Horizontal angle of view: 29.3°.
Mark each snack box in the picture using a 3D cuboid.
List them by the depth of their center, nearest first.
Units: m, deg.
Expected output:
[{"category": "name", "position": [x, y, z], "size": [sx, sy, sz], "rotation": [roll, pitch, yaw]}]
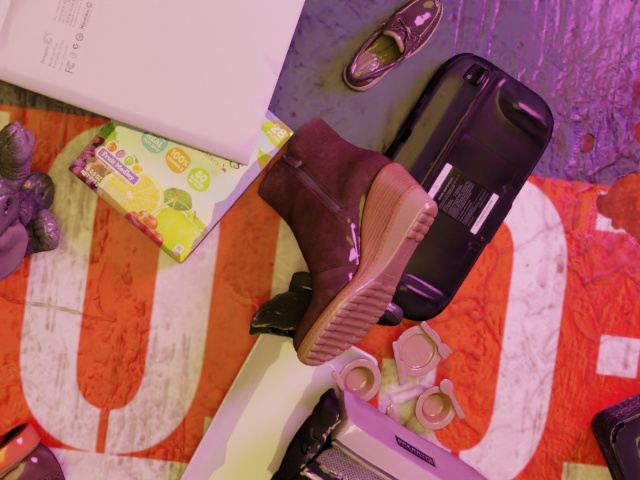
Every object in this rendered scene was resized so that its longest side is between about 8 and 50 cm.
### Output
[{"category": "snack box", "position": [-0.163, -0.105, 1.445], "size": [0.174, 0.070, 0.207], "rotation": [40, 87, -4]}]

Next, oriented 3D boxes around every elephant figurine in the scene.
[{"category": "elephant figurine", "position": [-0.383, -0.030, 1.348], "size": [0.169, 0.239, 0.186], "rotation": [-2, 92, -4]}]

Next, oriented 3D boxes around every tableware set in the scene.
[{"category": "tableware set", "position": [0.094, 0.187, 1.479], "size": [0.168, 0.020, 0.141], "rotation": [-27, 107, -11]}]

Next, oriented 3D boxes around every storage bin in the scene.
[{"category": "storage bin", "position": [0.438, 0.241, 1.492], "size": [0.180, 0.084, 0.122], "rotation": [-24, 93, -2]}]

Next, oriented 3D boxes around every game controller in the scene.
[{"category": "game controller", "position": [0.150, -0.062, 1.481], "size": [0.166, 0.067, 0.319], "rotation": [32, 90, -19]}]

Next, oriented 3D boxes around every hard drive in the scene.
[{"category": "hard drive", "position": [-0.198, -0.235, 1.374], "size": [0.318, 0.040, 0.210], "rotation": [19, 96, -5]}]

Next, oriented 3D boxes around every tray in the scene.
[{"category": "tray", "position": [-0.056, 0.228, 1.485], "size": [0.145, 0.030, 0.270], "rotation": [29, 90, -4]}]

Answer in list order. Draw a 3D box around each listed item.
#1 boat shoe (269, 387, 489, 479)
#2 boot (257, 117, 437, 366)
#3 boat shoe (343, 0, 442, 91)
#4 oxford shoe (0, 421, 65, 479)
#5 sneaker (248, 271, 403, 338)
[{"category": "boat shoe", "position": [0.095, 0.323, 1.454], "size": [0.340, 0.127, 0.158], "rotation": [36, 104, -13]}, {"category": "boot", "position": [0.000, 0.000, 1.424], "size": [0.207, 0.090, 0.248], "rotation": [35, 90, 33]}, {"category": "boat shoe", "position": [0.091, -0.238, 1.467], "size": [0.056, 0.049, 0.152], "rotation": [43, 89, -4]}, {"category": "oxford shoe", "position": [-0.424, 0.332, 1.434], "size": [0.271, 0.097, 0.098], "rotation": [-36, 101, -1]}, {"category": "sneaker", "position": [0.007, 0.095, 1.450], "size": [0.170, 0.051, 0.089], "rotation": [20, 66, -3]}]
